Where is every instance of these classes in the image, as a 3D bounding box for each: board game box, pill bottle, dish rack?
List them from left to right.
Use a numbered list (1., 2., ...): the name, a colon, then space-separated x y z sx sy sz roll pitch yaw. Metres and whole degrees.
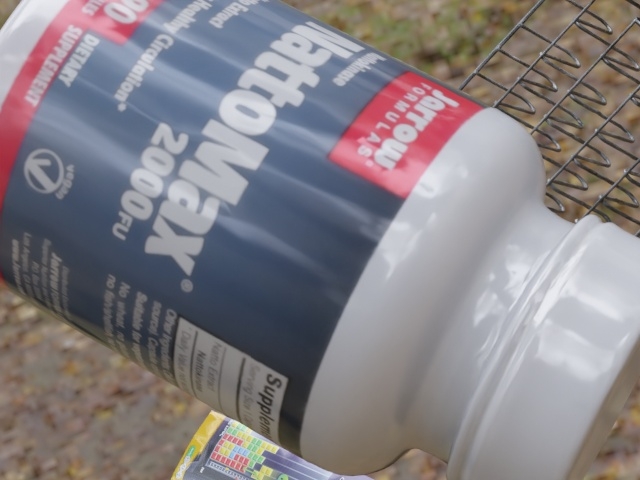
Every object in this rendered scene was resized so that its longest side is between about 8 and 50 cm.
1. pill bottle: 0.000 0.000 0.470 0.180 0.108 0.108 28 40 14
2. board game box: 0.024 0.162 0.911 0.141 0.170 0.048 15 69 44
3. dish rack: 0.172 -0.063 1.105 0.271 0.074 0.208 -47 49 24
